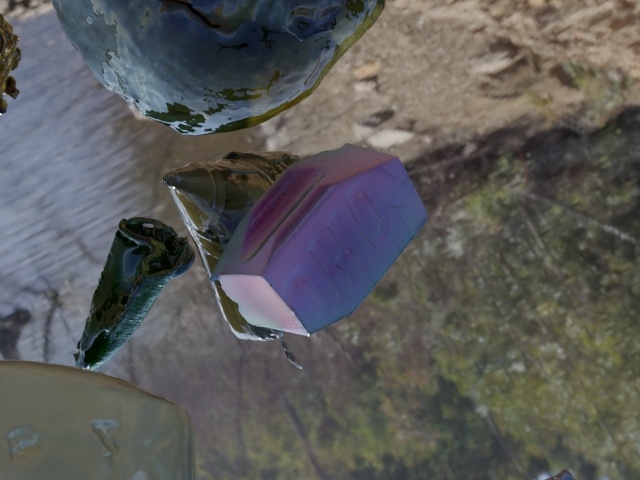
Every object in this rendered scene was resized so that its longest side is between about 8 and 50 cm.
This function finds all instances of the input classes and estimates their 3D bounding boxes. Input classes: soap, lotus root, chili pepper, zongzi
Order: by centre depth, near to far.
[{"bbox_3d":[-0.038,-0.151,0.496,0.203,0.183,0.078,-55,-159,1],"label":"lotus root"},{"bbox_3d":[0.000,0.000,0.735,0.056,0.100,0.149,17,-122,45],"label":"soap"},{"bbox_3d":[-0.074,0.026,0.830,0.081,0.188,0.178,4,-169,23],"label":"zongzi"},{"bbox_3d":[-0.226,0.065,1.209,0.062,0.108,0.216,20,116,-41],"label":"chili pepper"}]

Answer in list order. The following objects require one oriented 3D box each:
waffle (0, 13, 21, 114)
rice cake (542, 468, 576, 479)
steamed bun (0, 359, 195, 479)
[{"bbox_3d":[-0.391,-0.139,1.169,0.231,0.051,0.228,-76,-173,-58],"label":"waffle"},{"bbox_3d":[0.091,0.243,0.626,0.055,0.049,0.269,-31,148,-55],"label":"rice cake"},{"bbox_3d":[-0.203,0.227,0.813,0.200,0.225,0.170,13,145,-19],"label":"steamed bun"}]
